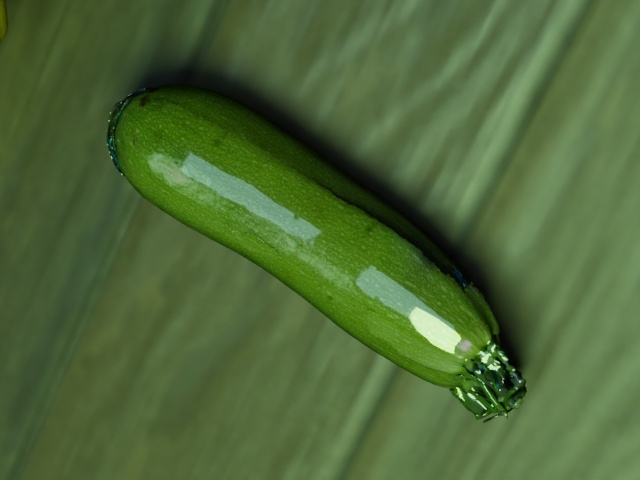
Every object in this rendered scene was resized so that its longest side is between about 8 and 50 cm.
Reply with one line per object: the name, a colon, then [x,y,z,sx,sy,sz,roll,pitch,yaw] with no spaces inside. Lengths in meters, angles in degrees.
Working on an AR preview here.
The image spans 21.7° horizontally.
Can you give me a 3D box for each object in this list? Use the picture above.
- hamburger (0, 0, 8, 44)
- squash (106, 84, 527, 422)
hamburger: [-0.192,-0.154,0.519,0.225,0.291,0.291,-40,85,25]
squash: [0.000,0.000,0.596,0.183,0.052,0.052,35,109,12]
